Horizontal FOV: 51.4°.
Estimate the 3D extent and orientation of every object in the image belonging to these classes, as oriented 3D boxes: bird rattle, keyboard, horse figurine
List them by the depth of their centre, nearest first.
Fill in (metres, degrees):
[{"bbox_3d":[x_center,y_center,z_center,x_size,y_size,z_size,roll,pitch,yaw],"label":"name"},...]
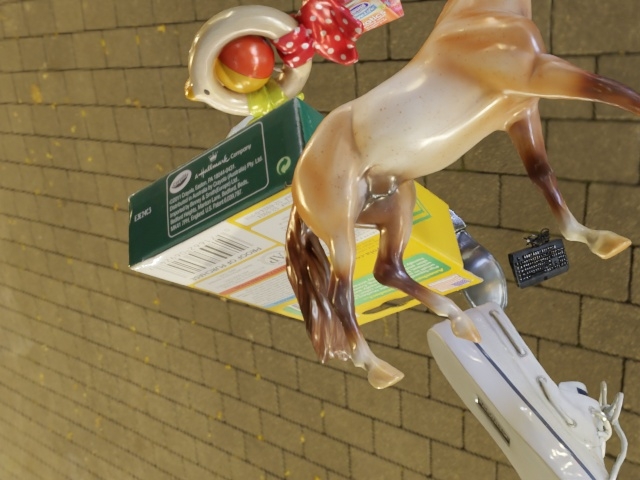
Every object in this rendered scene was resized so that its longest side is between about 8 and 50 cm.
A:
[{"bbox_3d":[0.060,-0.039,0.348,0.263,0.066,0.174,-41,61,24],"label":"horse figurine"},{"bbox_3d":[-0.069,-0.233,0.887,0.253,0.207,0.143,-48,46,47],"label":"bird rattle"},{"bbox_3d":[0.445,0.030,1.329,0.038,0.192,0.100,-25,82,48],"label":"keyboard"}]

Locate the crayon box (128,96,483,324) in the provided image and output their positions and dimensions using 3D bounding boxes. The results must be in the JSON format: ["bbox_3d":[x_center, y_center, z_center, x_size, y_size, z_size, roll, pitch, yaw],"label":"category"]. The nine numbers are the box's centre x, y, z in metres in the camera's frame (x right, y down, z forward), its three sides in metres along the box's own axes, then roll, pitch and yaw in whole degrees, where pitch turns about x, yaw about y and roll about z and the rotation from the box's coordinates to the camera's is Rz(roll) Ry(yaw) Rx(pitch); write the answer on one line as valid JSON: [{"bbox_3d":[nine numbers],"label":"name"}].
[{"bbox_3d":[0.000,0.000,0.669,0.203,0.323,0.083,-24,60,29],"label":"crayon box"}]

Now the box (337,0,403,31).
[{"bbox_3d":[0.040,-0.497,1.143,0.128,0.122,0.257,-19,77,11],"label":"box"}]

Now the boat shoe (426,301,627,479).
[{"bbox_3d":[0.292,0.215,0.796,0.367,0.156,0.136,54,166,38],"label":"boat shoe"}]

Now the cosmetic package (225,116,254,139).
[{"bbox_3d":[-0.077,-0.203,1.665,0.284,0.377,0.097,35,115,-5],"label":"cosmetic package"}]

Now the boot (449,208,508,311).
[{"bbox_3d":[0.262,0.051,1.354,0.263,0.091,0.229,61,168,9],"label":"boot"}]
